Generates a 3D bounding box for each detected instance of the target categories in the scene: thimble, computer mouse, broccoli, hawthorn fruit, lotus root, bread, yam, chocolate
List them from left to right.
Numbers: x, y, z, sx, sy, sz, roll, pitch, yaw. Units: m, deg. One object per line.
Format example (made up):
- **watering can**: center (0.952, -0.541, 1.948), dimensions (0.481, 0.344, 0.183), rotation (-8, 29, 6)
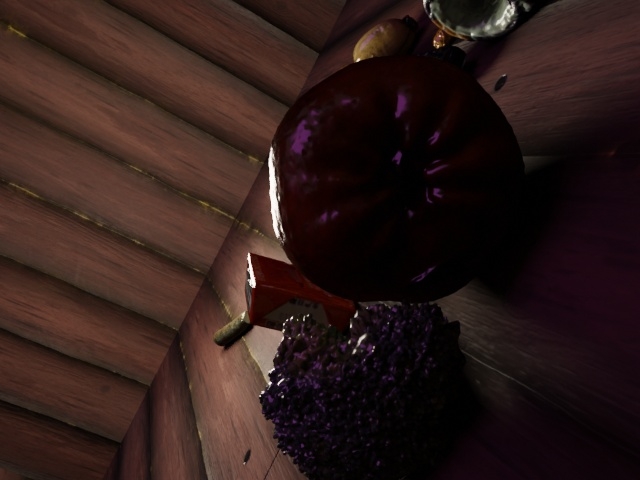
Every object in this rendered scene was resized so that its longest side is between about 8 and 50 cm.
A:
- **yam**: center (-0.299, 0.305, 2.110), dimensions (0.274, 0.061, 0.061), rotation (-39, 29, 50)
- **chocolate**: center (-0.060, 0.129, 1.398), dimensions (0.237, 0.235, 0.108), rotation (-122, 50, -70)
- **broccoli**: center (0.050, 0.201, 0.934), dimensions (0.375, 0.249, 0.302), rotation (-55, 21, 40)
- **lotus root**: center (0.192, -0.592, 1.899), dimensions (0.257, 0.140, 0.154), rotation (-42, -15, 27)
- **hawthorn fruit**: center (0.118, -0.092, 0.998), dimensions (0.403, 0.403, 0.402), rotation (-53, 20, 28)
- **computer mouse**: center (0.254, -0.374, 1.450), dimensions (0.233, 0.096, 0.137), rotation (0, 63, 55)
- **bread**: center (0.342, -0.557, 1.559), dimensions (0.157, 0.044, 0.052), rotation (-54, 25, 28)
- **thimble**: center (0.335, -0.533, 1.266), dimensions (0.237, 0.237, 0.150), rotation (-20, 48, 66)

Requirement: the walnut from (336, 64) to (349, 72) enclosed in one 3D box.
- **walnut**: center (0.094, -0.416, 1.823), dimensions (0.245, 0.198, 0.198), rotation (-30, 36, 62)
